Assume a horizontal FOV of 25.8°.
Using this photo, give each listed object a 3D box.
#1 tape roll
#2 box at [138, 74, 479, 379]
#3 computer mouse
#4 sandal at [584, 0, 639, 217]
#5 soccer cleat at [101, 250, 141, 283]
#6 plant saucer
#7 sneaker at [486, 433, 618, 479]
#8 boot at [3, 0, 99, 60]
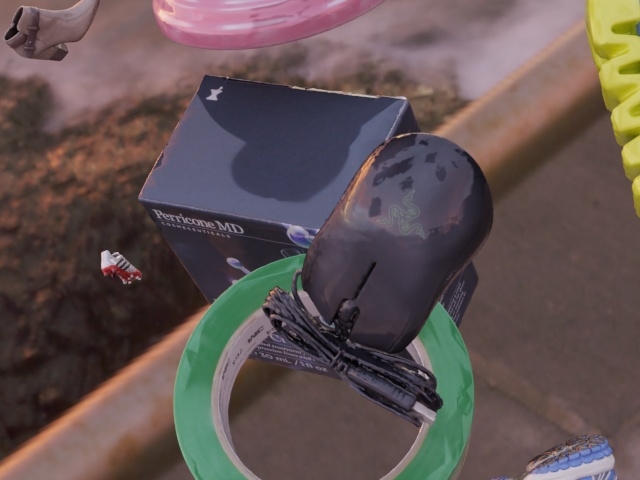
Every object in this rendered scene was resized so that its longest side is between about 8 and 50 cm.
[{"bbox_3d":[0.006,0.174,1.511,0.321,0.077,0.321,-2,68,4],"label":"tape roll"},{"bbox_3d":[0.000,0.000,1.820,0.293,0.395,0.212,10,59,29],"label":"box"},{"bbox_3d":[0.051,0.034,1.156,0.188,0.272,0.072,33,40,12],"label":"computer mouse"},{"bbox_3d":[0.297,-0.055,1.048,0.138,0.126,0.317,-14,85,9],"label":"sandal"},{"bbox_3d":[-0.262,0.034,1.844,0.029,0.083,0.036,-21,71,21],"label":"soccer cleat"},{"bbox_3d":[-0.055,-0.350,1.752,0.332,0.084,0.332,-11,34,7],"label":"plant saucer"},{"bbox_3d":[0.114,0.165,0.809,0.135,0.058,0.052,-27,-2,11],"label":"sneaker"},{"bbox_3d":[-0.350,-0.282,1.808,0.118,0.087,0.042,-55,43,15],"label":"boot"}]
